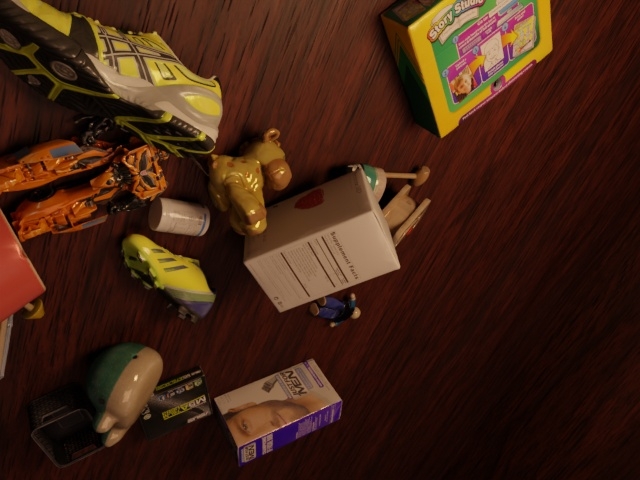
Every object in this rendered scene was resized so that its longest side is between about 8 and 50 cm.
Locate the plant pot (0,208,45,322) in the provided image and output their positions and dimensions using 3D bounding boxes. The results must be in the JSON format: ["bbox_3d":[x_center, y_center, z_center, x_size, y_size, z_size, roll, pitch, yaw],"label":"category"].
[{"bbox_3d":[-0.594,0.052,0.810,0.243,0.275,0.274,-29,137,-26],"label":"plant pot"}]

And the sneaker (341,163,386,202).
[{"bbox_3d":[0.046,-0.057,1.304,0.121,0.108,0.302,9,116,-31],"label":"sneaker"}]

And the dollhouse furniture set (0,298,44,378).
[{"bbox_3d":[-0.620,0.274,0.936,0.304,0.286,0.198,-27,137,0],"label":"dollhouse furniture set"}]

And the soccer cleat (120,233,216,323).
[{"bbox_3d":[-0.328,0.068,1.153,0.121,0.094,0.289,-59,141,-28],"label":"soccer cleat"}]

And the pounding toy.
[{"bbox_3d":[0.186,-0.081,1.383,0.269,0.155,0.154,-45,167,-31],"label":"pounding toy"}]

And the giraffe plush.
[{"bbox_3d":[-0.138,-0.135,1.078,0.171,0.181,0.210,-37,104,-21],"label":"giraffe plush"}]

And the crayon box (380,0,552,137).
[{"bbox_3d":[0.344,-0.465,1.177,0.363,0.106,0.313,-38,137,-5],"label":"crayon box"}]

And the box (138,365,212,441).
[{"bbox_3d":[-0.399,0.446,1.424,0.191,0.045,0.184,-18,131,-23],"label":"box"}]

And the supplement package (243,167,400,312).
[{"bbox_3d":[0.000,0.000,1.164,0.293,0.177,0.175,-22,126,11],"label":"supplement package"}]

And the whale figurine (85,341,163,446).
[{"bbox_3d":[-0.473,0.353,1.217,0.271,0.141,0.216,-65,177,31],"label":"whale figurine"}]

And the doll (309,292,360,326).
[{"bbox_3d":[0.057,0.204,1.562,0.189,0.046,0.129,22,110,-45],"label":"doll"}]

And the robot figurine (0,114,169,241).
[{"bbox_3d":[-0.406,-0.110,0.927,0.291,0.085,0.211,-22,135,-20],"label":"robot figurine"}]

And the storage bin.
[{"bbox_3d":[-0.598,0.439,1.241,0.122,0.084,0.180,-23,136,-20],"label":"storage bin"}]

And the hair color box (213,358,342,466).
[{"bbox_3d":[-0.127,0.506,1.572,0.339,0.185,0.110,-18,133,-25],"label":"hair color box"}]

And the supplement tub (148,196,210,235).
[{"bbox_3d":[-0.289,-0.048,1.076,0.107,0.071,0.071,9,118,-40],"label":"supplement tub"}]

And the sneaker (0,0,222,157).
[{"bbox_3d":[-0.331,-0.277,0.834,0.385,0.145,0.147,29,63,-36],"label":"sneaker"}]
